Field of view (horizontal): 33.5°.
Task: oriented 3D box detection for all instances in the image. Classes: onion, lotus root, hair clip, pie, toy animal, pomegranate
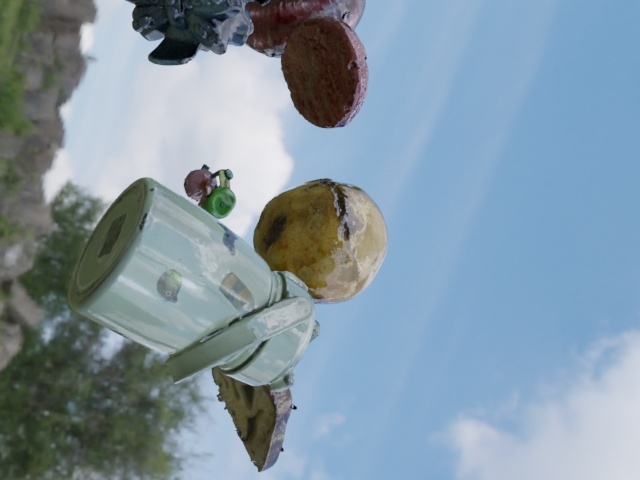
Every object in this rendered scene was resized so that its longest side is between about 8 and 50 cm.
[{"bbox_3d":[-0.051,-0.507,2.375,0.314,0.313,0.232,-112,-168,-56],"label":"onion"},{"bbox_3d":[-0.131,0.333,2.206,0.170,0.074,0.261,-40,-107,42],"label":"lotus root"},{"bbox_3d":[-0.238,-0.440,1.953,0.310,0.194,0.206,18,-57,30],"label":"hair clip"},{"bbox_3d":[0.006,-0.264,1.677,0.182,0.049,0.183,21,-61,42],"label":"pie"},{"bbox_3d":[-0.225,-0.111,2.215,0.103,0.100,0.208,-46,-162,-2],"label":"toy animal"},{"bbox_3d":[0.000,0.000,2.042,0.260,0.260,0.261,-47,-146,48],"label":"pomegranate"}]

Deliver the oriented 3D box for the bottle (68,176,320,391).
[{"bbox_3d":[-0.157,0.092,1.490,0.229,0.351,0.229,-42,-152,29],"label":"bottle"}]
